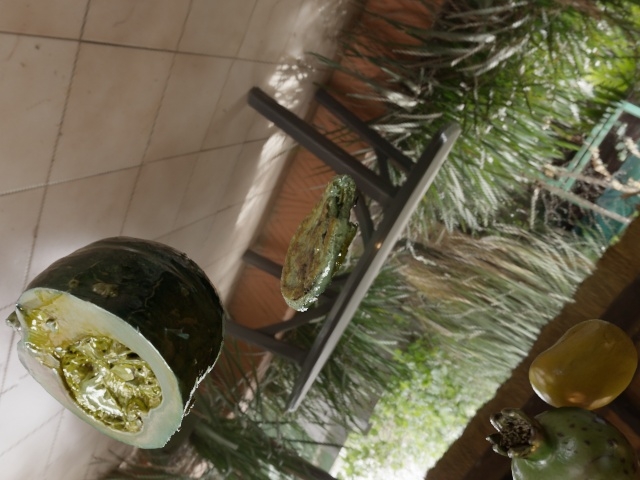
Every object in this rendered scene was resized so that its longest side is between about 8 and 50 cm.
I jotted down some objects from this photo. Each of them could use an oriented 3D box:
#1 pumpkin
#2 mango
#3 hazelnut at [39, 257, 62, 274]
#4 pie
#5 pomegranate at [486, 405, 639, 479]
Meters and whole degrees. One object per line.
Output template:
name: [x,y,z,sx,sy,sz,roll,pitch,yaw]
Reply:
pumpkin: [-0.265,0.120,0.723,0.293,0.263,0.197,-53,-173,39]
mango: [0.643,0.312,1.236,0.332,0.195,0.142,-23,-177,-27]
hazelnut: [-0.735,0.167,1.526,0.261,0.261,0.241,-21,102,-76]
pie: [-0.004,0.005,1.047,0.302,0.067,0.302,-58,-161,34]
pomegranate: [0.471,0.449,1.035,0.242,0.306,0.242,12,90,-90]
